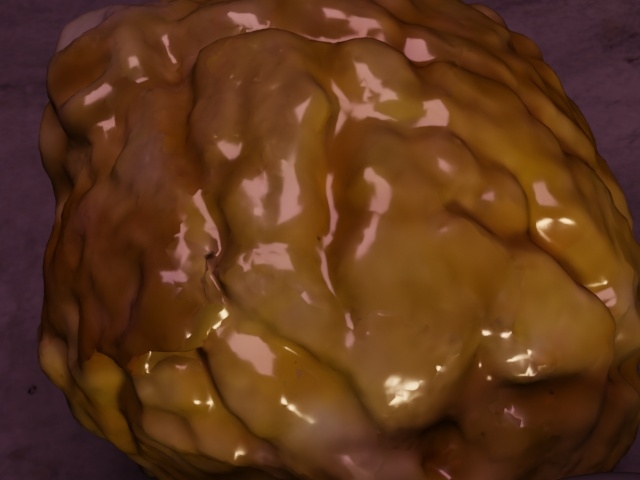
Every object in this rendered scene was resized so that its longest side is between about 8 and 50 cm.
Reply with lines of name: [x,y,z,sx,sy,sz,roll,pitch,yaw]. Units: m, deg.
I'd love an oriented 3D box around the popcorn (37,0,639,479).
popcorn: [0.014,0.003,1.123,0.390,0.344,0.354,18,60,35]

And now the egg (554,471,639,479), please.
egg: [0.118,0.211,0.938,0.232,0.176,0.176,-25,55,-19]
